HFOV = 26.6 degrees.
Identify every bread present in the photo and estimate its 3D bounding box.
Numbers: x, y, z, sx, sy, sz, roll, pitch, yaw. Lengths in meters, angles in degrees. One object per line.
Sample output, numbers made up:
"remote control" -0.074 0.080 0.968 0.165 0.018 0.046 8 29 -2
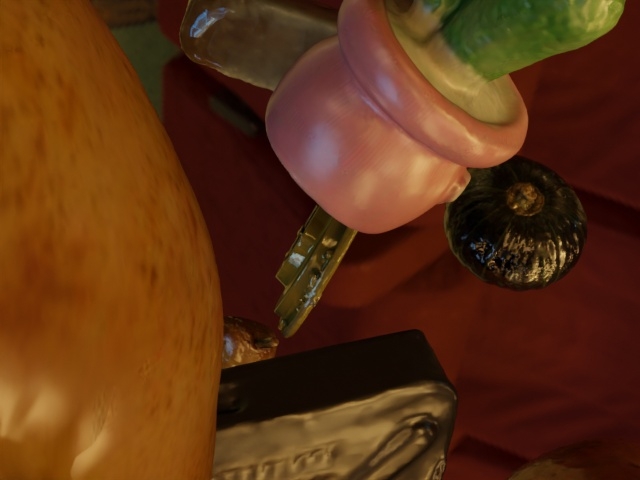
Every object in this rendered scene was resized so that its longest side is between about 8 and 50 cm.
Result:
"bread" -0.134 0.133 1.663 0.124 0.344 0.084 14 80 -25

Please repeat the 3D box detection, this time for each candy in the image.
"candy" -0.036 -0.219 1.503 0.104 0.234 0.102 -43 154 -69

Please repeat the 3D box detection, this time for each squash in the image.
"squash" 0.261 -0.023 1.818 0.193 0.193 0.156 -36 145 -8

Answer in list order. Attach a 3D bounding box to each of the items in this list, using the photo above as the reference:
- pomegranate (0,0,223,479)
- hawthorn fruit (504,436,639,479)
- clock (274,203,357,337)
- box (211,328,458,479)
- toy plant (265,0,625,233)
"pomegranate" -0.214 0.056 0.399 0.417 0.416 0.416 -26 142 -22
"hawthorn fruit" 0.339 0.467 1.530 0.472 0.472 0.472 -26 142 -22
"clock" 0.000 0.000 1.552 0.237 0.057 0.237 -60 -178 3
"box" -0.071 0.179 0.802 0.289 0.073 0.290 -10 140 -22
"toy plant" 0.122 -0.183 1.240 0.356 0.210 0.317 -49 -170 28
